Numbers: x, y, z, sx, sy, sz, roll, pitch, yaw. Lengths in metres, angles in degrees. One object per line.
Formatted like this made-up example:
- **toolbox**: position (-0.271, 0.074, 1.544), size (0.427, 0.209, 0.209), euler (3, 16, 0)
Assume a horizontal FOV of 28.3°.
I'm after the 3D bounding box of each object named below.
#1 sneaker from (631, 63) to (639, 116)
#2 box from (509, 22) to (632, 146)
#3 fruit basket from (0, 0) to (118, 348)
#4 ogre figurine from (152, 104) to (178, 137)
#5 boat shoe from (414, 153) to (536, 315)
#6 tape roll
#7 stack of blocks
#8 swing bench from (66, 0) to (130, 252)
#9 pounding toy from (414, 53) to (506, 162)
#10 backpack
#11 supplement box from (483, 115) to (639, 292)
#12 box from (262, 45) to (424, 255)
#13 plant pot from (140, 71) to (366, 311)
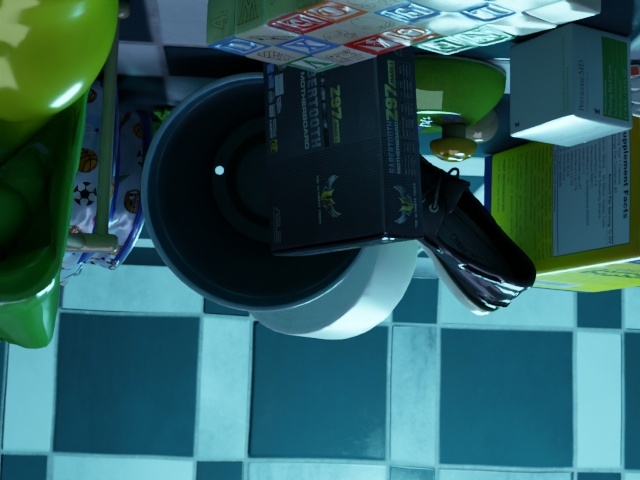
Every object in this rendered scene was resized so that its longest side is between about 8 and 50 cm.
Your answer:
- **sneaker**: position (0.334, -0.174, 1.431), size (0.158, 0.061, 0.065), euler (1, -162, 11)
- **box**: position (0.259, -0.160, 1.320), size (0.087, 0.101, 0.102), euler (7, 168, -30)
- **fruit basket**: position (-0.263, -0.130, 0.870), size (0.283, 0.392, 0.392), euler (1, 172, 2)
- **ogre figurine**: position (-0.214, -0.109, 1.711), size (0.097, 0.118, 0.197), euler (10, 168, -43)
- **boat shoe**: position (0.167, -0.041, 1.711), size (0.113, 0.340, 0.127), euler (-24, -160, 47)
- **tape roll**: position (0.000, 0.000, 1.851), size (0.286, 0.286, 0.100), euler (-5, 170, 38)
- **stack of blocks**: position (0.060, -0.214, 1.045), size (0.171, 0.087, 0.297), euler (8, 169, -40)
- **swing bench**: position (-0.334, -0.119, 1.208), size (0.255, 0.253, 0.165), euler (-1, 171, 22)
- **pounding toy**: position (0.126, -0.134, 1.496), size (0.183, 0.110, 0.237), euler (1, 171, 8)
- **backpack**: position (-0.312, -0.077, 1.528), size (0.213, 0.276, 0.263), euler (-1, 166, -16)
- **supplement box**: position (0.402, -0.043, 1.757), size (0.195, 0.194, 0.356), euler (6, 171, -26)
- **box**: position (0.019, -0.106, 1.286), size (0.059, 0.232, 0.183), euler (1, 174, -40)
- **plant pot**: position (-0.065, -0.069, 1.558), size (0.272, 0.271, 0.255), euler (2, -173, 1)
